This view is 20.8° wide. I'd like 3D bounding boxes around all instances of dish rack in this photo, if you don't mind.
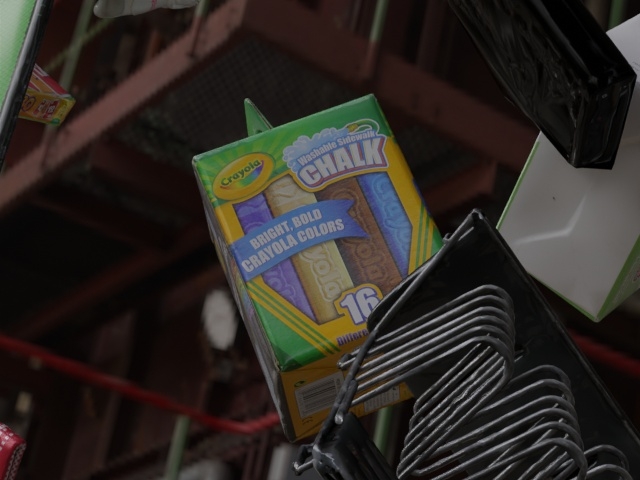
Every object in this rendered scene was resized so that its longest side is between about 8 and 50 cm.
[{"bbox_3d":[0.080,0.104,0.572,0.074,0.208,0.271,-36,1,9],"label":"dish rack"}]

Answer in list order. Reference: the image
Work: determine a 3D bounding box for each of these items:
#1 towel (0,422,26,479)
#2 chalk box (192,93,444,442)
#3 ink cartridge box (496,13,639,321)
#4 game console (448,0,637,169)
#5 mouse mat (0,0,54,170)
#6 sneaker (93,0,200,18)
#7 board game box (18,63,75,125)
[{"bbox_3d":[-0.375,0.212,1.571,0.275,0.199,0.031,26,12,39],"label":"towel"},{"bbox_3d":[0.000,0.000,1.159,0.132,0.213,0.132,-19,-26,-6],"label":"chalk box"},{"bbox_3d":[0.306,-0.100,1.474,0.119,0.353,0.207,36,-53,19],"label":"ink cartridge box"},{"bbox_3d":[0.154,-0.210,1.178,0.044,0.213,0.361,-24,-28,-14],"label":"game console"},{"bbox_3d":[-0.148,0.003,0.416,0.189,0.153,0.007,1,-22,38],"label":"mouse mat"},{"bbox_3d":[-0.190,-0.260,1.341,0.115,0.232,0.090,-24,-31,-31],"label":"sneaker"},{"bbox_3d":[-0.327,-0.191,1.456,0.259,0.039,0.124,39,11,18],"label":"board game box"}]
